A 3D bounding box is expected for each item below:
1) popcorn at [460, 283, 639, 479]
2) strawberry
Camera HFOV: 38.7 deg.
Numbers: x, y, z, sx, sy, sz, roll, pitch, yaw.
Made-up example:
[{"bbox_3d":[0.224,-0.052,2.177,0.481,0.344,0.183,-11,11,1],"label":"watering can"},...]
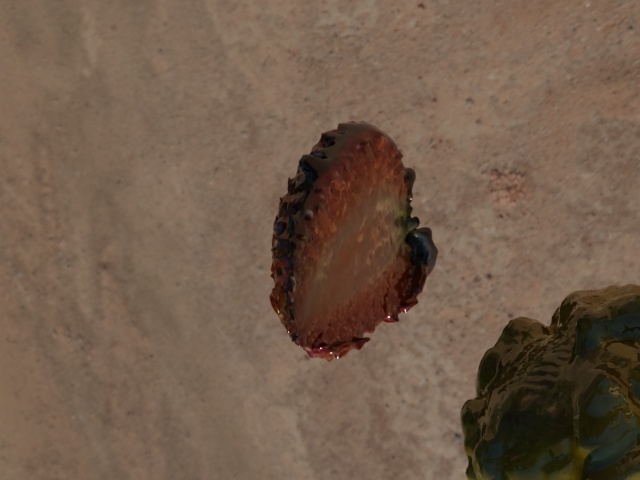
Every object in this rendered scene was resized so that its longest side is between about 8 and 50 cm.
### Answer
[{"bbox_3d":[0.197,0.129,0.566,0.190,0.250,0.250,25,144,-26],"label":"popcorn"},{"bbox_3d":[0.000,0.000,0.997,0.138,0.306,0.233,-4,105,35],"label":"strawberry"}]
